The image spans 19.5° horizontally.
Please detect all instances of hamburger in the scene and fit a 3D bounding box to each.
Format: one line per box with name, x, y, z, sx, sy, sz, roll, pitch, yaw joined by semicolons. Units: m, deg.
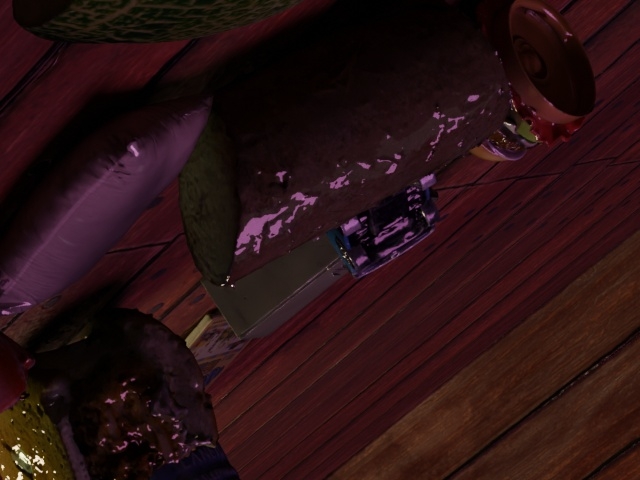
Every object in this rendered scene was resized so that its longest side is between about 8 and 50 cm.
hamburger;-0.242;0.175;1.992;0.168;0.192;0.288;-18;-175;-34
hamburger;0.183;-0.159;1.876;0.137;0.175;0.175;-28;173;36

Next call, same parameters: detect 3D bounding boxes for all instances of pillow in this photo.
pillow;-0.192;-0.035;1.589;0.254;0.078;0.144;-44;173;36

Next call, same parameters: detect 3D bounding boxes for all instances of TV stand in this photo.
TV stand;0.000;0.000;2.120;0.269;0.088;0.083;-38;166;18

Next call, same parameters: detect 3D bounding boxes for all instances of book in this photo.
book;-0.146;0.147;2.381;0.192;0.013;0.168;-49;161;26

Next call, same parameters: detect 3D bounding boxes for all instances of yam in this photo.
yam;0.007;-0.095;1.655;0.304;0.168;0.168;-28;165;-19

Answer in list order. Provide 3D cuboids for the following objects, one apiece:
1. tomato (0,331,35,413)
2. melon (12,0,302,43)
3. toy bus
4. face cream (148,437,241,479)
tomato;-0.358;0.114;1.561;0.228;0.112;0.199;-29;-164;-27
melon;-0.035;-0.235;1.061;0.343;0.226;0.331;-60;171;33
toy bus;0.043;-0.061;1.915;0.116;0.133;0.234;-33;161;-6
face cream;-0.228;0.355;2.513;0.249;0.225;0.249;-33;168;-8
